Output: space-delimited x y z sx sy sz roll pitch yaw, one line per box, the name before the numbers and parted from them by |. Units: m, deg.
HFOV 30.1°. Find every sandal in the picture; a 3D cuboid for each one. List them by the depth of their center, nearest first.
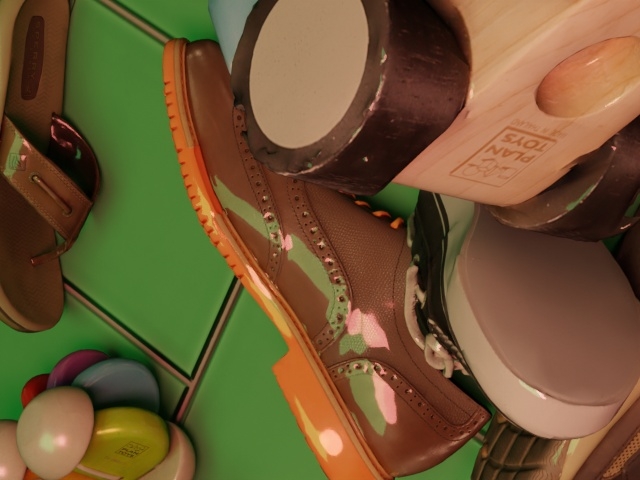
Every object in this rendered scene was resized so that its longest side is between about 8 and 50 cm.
sandal | -0.228 -0.064 0.977 0.086 0.120 0.303 10 106 14

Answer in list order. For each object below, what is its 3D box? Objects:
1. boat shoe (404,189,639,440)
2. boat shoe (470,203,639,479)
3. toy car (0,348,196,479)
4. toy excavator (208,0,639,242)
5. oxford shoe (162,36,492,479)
boat shoe | 0.101 0.030 0.711 0.113 0.306 0.105 11 120 -16
boat shoe | 0.210 0.095 0.726 0.130 0.132 0.355 28 113 -6
toy car | -0.202 0.161 1.008 0.182 0.159 0.136 -29 49 33
toy excavator | 0.026 -0.204 0.675 0.433 0.222 0.445 -41 53 37
oxford shoe | 0.000 0.000 0.868 0.132 0.130 0.364 -27 86 7
